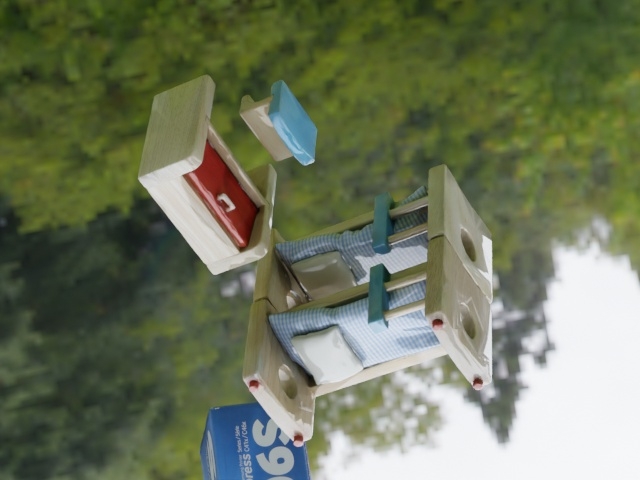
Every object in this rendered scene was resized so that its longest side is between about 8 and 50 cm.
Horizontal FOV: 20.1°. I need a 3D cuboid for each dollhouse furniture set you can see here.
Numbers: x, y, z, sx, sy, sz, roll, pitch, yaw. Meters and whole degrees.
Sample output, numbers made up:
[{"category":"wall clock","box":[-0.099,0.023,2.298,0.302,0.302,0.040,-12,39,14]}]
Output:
[{"category":"dollhouse furniture set","box":[0.000,0.000,1.021,0.129,0.184,0.129,-20,-142,21]}]

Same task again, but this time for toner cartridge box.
[{"category":"toner cartridge box","box":[-0.036,0.312,1.410,0.075,0.348,0.165,-6,161,-7]}]
